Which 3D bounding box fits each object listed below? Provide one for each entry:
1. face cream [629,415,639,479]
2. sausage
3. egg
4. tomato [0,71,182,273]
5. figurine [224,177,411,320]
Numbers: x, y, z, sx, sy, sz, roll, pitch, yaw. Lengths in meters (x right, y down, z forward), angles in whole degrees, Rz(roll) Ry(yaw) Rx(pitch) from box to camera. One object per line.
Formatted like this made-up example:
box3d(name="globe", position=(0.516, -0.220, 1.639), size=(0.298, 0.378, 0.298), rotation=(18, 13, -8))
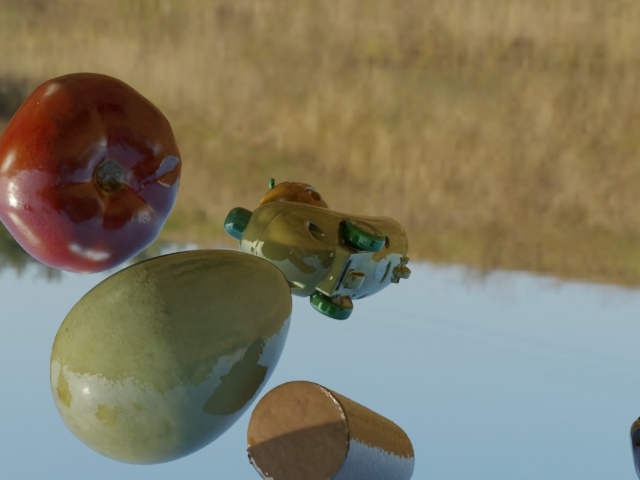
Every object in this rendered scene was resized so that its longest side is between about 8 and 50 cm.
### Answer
box3d(name="face cream", position=(0.469, 0.293, 1.770), size=(0.225, 0.249, 0.249), rotation=(-13, -177, 11))
box3d(name="sausage", position=(0.020, 0.238, 1.808), size=(0.123, 0.123, 0.253), rotation=(4, 167, 23))
box3d(name="egg", position=(-0.161, 0.122, 1.798), size=(0.295, 0.218, 0.218), rotation=(-31, -166, -12))
box3d(name="tomato", position=(-0.363, -0.102, 2.401), size=(0.298, 0.299, 0.226), rotation=(-3, -167, -32))
box3d(name="figurine", position=(0.000, 0.000, 2.151), size=(0.222, 0.124, 0.324), rotation=(28, -165, 23))
